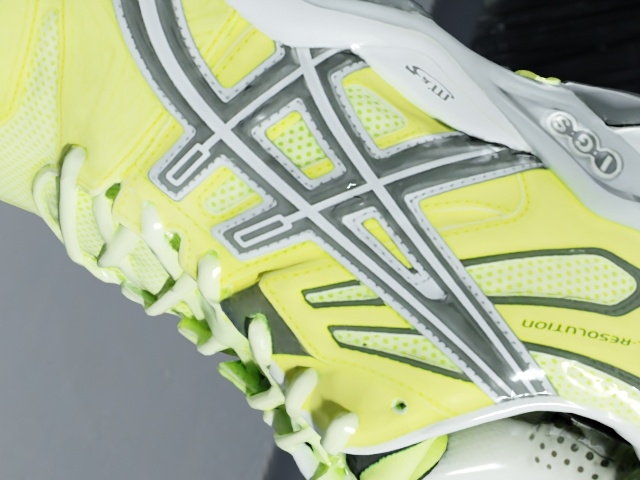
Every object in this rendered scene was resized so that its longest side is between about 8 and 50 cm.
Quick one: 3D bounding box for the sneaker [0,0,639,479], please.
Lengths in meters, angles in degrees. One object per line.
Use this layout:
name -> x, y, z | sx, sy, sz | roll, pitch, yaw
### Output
sneaker -> 0.000, 0.000, 0.490 | 0.145, 0.385, 0.147 | 96, 15, -62
